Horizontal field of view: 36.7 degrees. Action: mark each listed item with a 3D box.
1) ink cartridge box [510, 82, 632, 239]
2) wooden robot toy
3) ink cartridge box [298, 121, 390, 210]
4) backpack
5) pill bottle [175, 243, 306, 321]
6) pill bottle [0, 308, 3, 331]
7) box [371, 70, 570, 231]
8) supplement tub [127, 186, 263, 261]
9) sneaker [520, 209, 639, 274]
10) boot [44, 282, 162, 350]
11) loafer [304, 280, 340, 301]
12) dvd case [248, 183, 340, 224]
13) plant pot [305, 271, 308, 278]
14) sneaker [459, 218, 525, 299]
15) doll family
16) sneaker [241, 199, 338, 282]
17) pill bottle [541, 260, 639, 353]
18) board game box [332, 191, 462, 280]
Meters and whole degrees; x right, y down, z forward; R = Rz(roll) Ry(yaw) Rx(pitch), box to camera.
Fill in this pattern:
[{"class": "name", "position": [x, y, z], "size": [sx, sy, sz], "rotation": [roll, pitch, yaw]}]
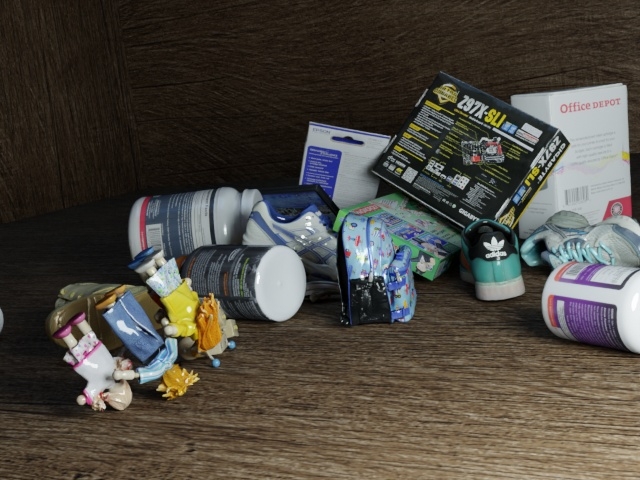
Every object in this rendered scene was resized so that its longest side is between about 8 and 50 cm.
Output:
[{"class": "ink cartridge box", "position": [0.524, -0.162, 2.005], "size": [0.226, 0.306, 0.131], "rotation": [-11, 10, -31]}, {"class": "wooden robot toy", "position": [-0.183, 0.146, 1.454], "size": [0.079, 0.076, 0.173], "rotation": [-17, 7, 11]}, {"class": "ink cartridge box", "position": [0.042, -0.139, 2.150], "size": [0.176, 0.069, 0.371], "rotation": [10, -36, -1]}, {"class": "backpack", "position": [0.087, 0.038, 1.557], "size": [0.117, 0.173, 0.158], "rotation": [-5, 9, 12]}, {"class": "pill bottle", "position": [-0.155, 0.071, 1.681], "size": [0.246, 0.130, 0.130], "rotation": [1, 13, 40]}, {"class": "pill bottle", "position": [-0.654, 0.143, 1.768], "size": [0.152, 0.086, 0.086], "rotation": [2, 13, 44]}, {"class": "box", "position": [0.293, -0.165, 1.931], "size": [0.322, 0.257, 0.079], "rotation": [35, -1, 38]}, {"class": "supplement tub", "position": [-0.260, -0.013, 2.076], "size": [0.272, 0.191, 0.191], "rotation": [-6, 9, 8]}, {"class": "sneaker", "position": [0.454, 0.026, 1.654], "size": [0.122, 0.110, 0.283], "rotation": [-30, 14, -19]}, {"class": "boot", "position": [-0.401, 0.125, 1.653], "size": [0.203, 0.095, 0.262], "rotation": [1, 11, 38]}, {"class": "loafer", "position": [-0.021, 0.097, 1.733], "size": [0.125, 0.039, 0.045], "rotation": [-1, -22, 19]}, {"class": "dvd case", "position": [-0.029, -0.051, 2.176], "size": [0.180, 0.022, 0.253], "rotation": [-2, -30, 28]}, {"class": "plant pot", "position": [-0.135, 0.085, 1.884], "size": [0.236, 0.032, 0.236], "rotation": [-8, 9, 1]}, {"class": "sneaker", "position": [0.297, 0.016, 1.683], "size": [0.108, 0.121, 0.302], "rotation": [-8, 8, 2]}, {"class": "doll family", "position": [-0.217, 0.120, 1.281], "size": [0.118, 0.163, 0.263], "rotation": [-20, 20, 40]}, {"class": "sneaker", "position": [0.000, 0.000, 1.839], "size": [0.296, 0.131, 0.112], "rotation": [11, 11, -2]}, {"class": "pill bottle", "position": [0.388, 0.087, 1.233], "size": [0.108, 0.108, 0.193], "rotation": [-13, 11, -32]}, {"class": "board game box", "position": [0.183, -0.017, 1.883], "size": [0.213, 0.046, 0.317], "rotation": [26, 19, 19]}]
